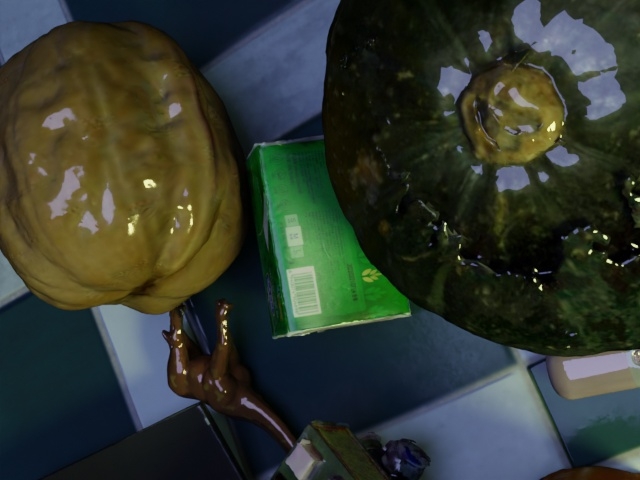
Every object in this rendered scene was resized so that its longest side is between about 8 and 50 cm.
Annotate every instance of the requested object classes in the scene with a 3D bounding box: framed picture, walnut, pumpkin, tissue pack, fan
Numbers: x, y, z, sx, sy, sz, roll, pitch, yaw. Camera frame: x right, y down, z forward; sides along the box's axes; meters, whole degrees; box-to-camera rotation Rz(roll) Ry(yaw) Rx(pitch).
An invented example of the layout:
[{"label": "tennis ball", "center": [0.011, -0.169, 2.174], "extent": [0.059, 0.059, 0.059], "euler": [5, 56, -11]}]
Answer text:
[{"label": "framed picture", "center": [-0.219, 0.376, 1.117], "extent": [0.339, 0.014, 0.255], "euler": [-29, 91, 23]}, {"label": "walnut", "center": [-0.236, -0.091, 1.004], "extent": [0.306, 0.306, 0.343], "euler": [-18, 71, 23]}, {"label": "pumpkin", "center": [0.210, -0.121, 0.779], "extent": [0.455, 0.344, 0.454], "euler": [2, 97, 19]}, {"label": "tissue pack", "center": [0.001, -0.001, 0.994], "extent": [0.148, 0.156, 0.208], "euler": [-9, 83, -12]}, {"label": "fan", "center": [0.346, 0.109, 0.865], "extent": [0.244, 0.074, 0.130], "euler": [-18, 83, 24]}]

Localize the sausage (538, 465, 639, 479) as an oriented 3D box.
[{"label": "sausage", "center": [0.238, 0.349, 0.794], "extent": [0.233, 0.287, 0.233], "euler": [-1, 88, 25]}]

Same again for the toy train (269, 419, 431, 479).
[{"label": "toy train", "center": [0.006, 0.314, 0.943], "extent": [0.134, 0.177, 0.260], "euler": [44, 107, 41]}]

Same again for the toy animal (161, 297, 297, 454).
[{"label": "toy animal", "center": [-0.095, 0.182, 1.065], "extent": [0.224, 0.066, 0.229], "euler": [-4, 100, 29]}]
